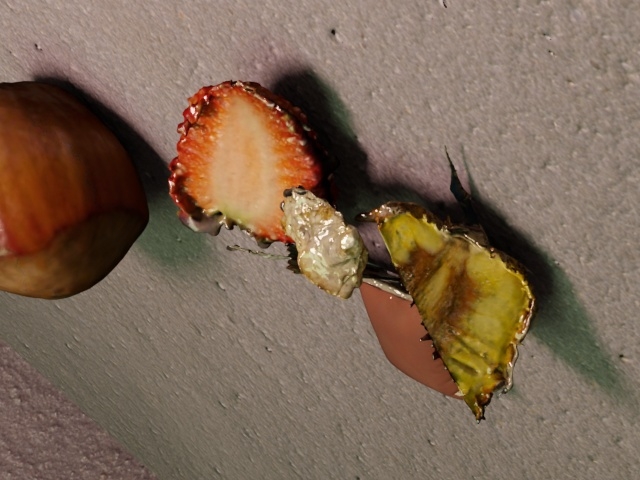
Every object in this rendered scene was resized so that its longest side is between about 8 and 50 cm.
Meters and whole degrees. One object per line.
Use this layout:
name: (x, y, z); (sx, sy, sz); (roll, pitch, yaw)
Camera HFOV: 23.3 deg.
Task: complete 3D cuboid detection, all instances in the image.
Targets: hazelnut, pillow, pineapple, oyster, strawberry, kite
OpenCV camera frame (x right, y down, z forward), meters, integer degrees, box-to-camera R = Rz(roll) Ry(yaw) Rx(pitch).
hazelnut: (-0.447, -0.072, 2.454); (0.366, 0.366, 0.366); (33, 153, 19)
pillow: (0.139, 0.132, 2.202); (0.171, 0.075, 0.179); (24, 147, 45)
pineapple: (0.181, 0.040, 1.966); (0.334, 0.158, 0.161); (56, -165, -12)
oyster: (0.000, 0.000, 1.969); (0.163, 0.081, 0.191); (57, 155, 2)
strawberry: (-0.074, -0.127, 2.066); (0.233, 0.138, 0.306); (16, 139, 0)
kite: (0.000, 0.033, 2.168); (0.267, 0.013, 0.323); (10, -174, -4)
